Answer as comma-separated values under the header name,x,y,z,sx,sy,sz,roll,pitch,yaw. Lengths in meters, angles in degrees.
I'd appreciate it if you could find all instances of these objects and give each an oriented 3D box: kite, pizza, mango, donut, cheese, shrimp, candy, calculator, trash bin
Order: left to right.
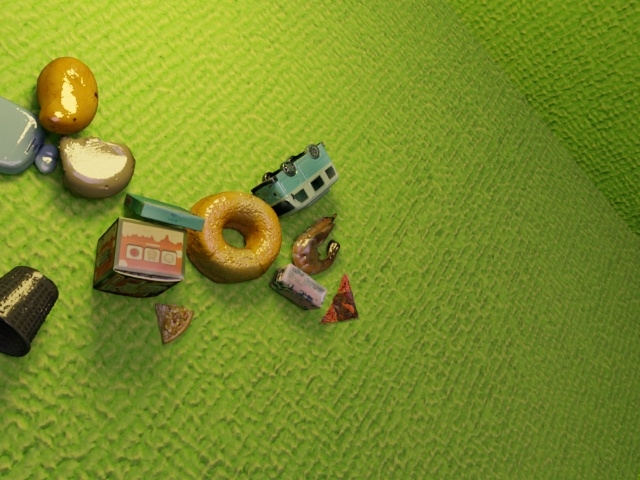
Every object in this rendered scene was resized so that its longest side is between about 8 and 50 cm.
name,x,y,z,sx,sy,sz,roll,pitch,yaw
calculator,-0.800,-0.267,1.499,0.303,0.042,0.188,27,59,-21
trash bin,-0.690,0.146,1.363,0.175,0.175,0.161,40,45,-17
mango,-0.666,-0.370,1.578,0.157,0.109,0.262,30,48,-35
cheese,-0.585,-0.195,1.593,0.203,0.091,0.175,-8,78,-38
pizza,-0.405,0.208,1.615,0.108,0.026,0.123,45,55,-11
donut,-0.240,-0.018,1.758,0.303,0.110,0.302,12,68,-31
candy,-0.068,0.144,1.830,0.160,0.092,0.073,37,62,-21
shrimp,0.008,0.015,1.951,0.254,0.059,0.145,-40,100,-37
kite,0.084,0.217,1.962,0.125,0.008,0.222,40,55,-17

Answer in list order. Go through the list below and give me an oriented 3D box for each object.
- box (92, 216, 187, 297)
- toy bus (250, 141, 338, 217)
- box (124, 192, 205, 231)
name,x,y,z,sx,sy,sz,roll,pitch,yaw
box,-0.457,0.051,1.527,0.178,0.195,0.148,11,68,-33
toy bus,-0.072,-0.183,1.920,0.271,0.133,0.164,-41,103,-39
box,-0.414,-0.075,1.588,0.162,0.229,0.041,15,93,-30
